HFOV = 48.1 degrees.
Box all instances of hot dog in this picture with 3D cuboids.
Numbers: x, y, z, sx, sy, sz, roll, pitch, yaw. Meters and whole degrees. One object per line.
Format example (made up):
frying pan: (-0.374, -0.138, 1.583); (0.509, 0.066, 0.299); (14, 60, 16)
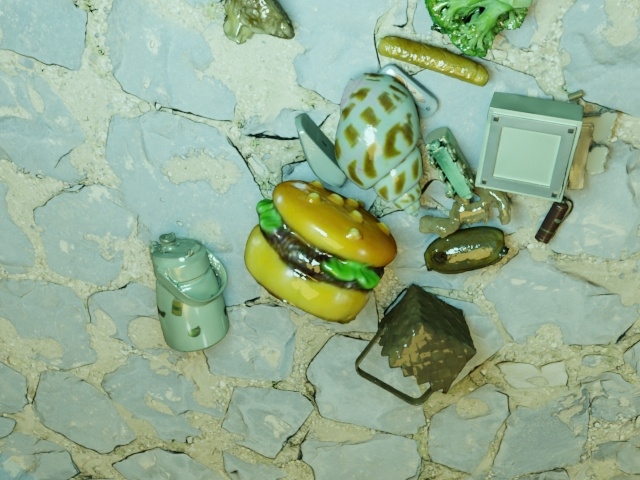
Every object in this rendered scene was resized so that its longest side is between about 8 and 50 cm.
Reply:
hot dog: (0.279, -0.444, 1.764); (0.285, 0.088, 0.061); (15, 118, -6)

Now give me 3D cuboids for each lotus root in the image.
lotus root: (0.408, 0.026, 2.021); (0.241, 0.123, 0.124); (-11, 158, 14)

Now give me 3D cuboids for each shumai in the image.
shumai: (-0.168, -0.540, 1.716); (0.153, 0.161, 0.209); (-32, 131, 21)

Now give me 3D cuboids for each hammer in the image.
hammer: (0.661, -0.331, 1.828); (0.035, 0.019, 0.110); (-19, 124, 18)

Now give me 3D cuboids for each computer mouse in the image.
computer mouse: (-0.007, -0.233, 1.911); (0.079, 0.128, 0.231); (-33, 112, 18)

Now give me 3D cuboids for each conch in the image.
conch: (0.165, -0.235, 1.839); (0.249, 0.197, 0.368); (-29, 127, 21)

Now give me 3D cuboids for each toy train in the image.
toy train: (0.346, -0.200, 1.888); (0.080, 0.125, 0.194); (-23, 121, 28)

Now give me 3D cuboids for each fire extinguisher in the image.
fire extinguisher: (0.653, -0.064, 1.987); (0.078, 0.045, 0.157); (0, 127, -27)

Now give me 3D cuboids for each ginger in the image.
ginger: (0.387, -0.092, 1.974); (0.258, 0.065, 0.149); (-14, 84, 23)

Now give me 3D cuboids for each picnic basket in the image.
picnic basket: (0.283, 0.333, 2.139); (0.254, 0.291, 0.321); (31, 112, -12)

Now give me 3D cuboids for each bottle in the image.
bottle: (-0.392, 0.140, 2.156); (0.229, 0.229, 0.352); (-1, 119, 8)

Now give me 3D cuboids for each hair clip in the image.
hair clip: (0.680, -0.237, 1.860); (0.140, 0.054, 0.220); (4, 124, 9)

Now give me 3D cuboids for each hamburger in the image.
hamburger: (0.000, 0.000, 1.913); (0.395, 0.396, 0.277); (26, 106, -10)

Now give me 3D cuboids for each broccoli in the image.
broccoli: (0.378, -0.552, 1.582); (0.254, 0.269, 0.269); (31, 122, -27)

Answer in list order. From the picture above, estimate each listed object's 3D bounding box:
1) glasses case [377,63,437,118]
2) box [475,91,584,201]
glasses case: (0.222, -0.381, 1.832); (0.178, 0.045, 0.067); (36, 123, -15)
box: (0.527, -0.234, 1.817); (0.225, 0.117, 0.225); (12, 124, 15)
